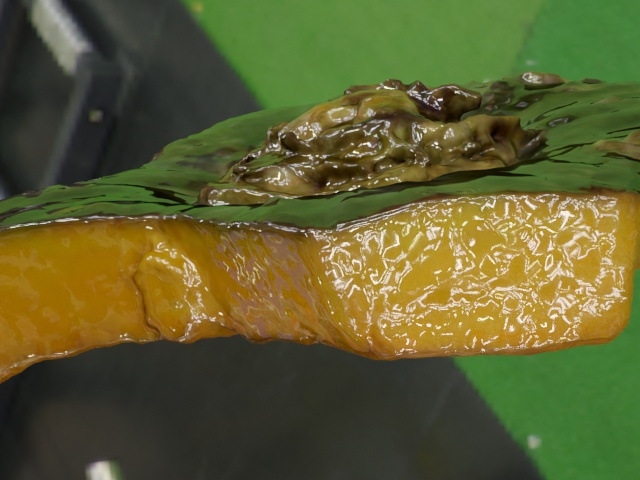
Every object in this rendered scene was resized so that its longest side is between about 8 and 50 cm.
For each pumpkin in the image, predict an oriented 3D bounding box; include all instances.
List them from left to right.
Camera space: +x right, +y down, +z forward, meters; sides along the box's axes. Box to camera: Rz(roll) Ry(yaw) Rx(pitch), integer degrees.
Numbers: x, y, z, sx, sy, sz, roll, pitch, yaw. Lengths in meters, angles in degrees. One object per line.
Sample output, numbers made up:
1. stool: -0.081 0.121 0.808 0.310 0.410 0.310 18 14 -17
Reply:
1. pumpkin: 0.005 0.003 0.523 0.258 0.290 0.095 -2 104 38
